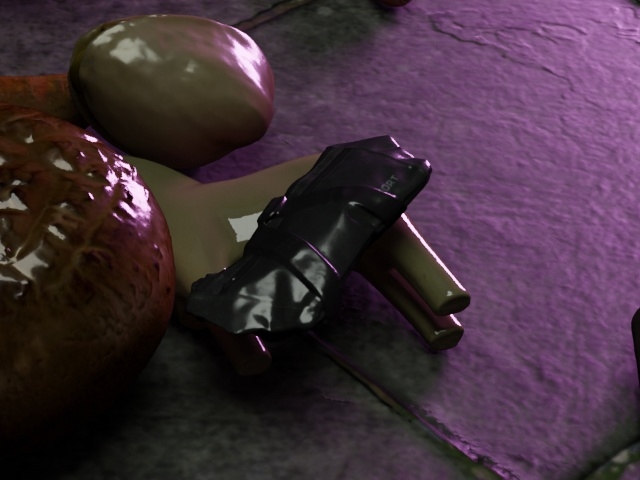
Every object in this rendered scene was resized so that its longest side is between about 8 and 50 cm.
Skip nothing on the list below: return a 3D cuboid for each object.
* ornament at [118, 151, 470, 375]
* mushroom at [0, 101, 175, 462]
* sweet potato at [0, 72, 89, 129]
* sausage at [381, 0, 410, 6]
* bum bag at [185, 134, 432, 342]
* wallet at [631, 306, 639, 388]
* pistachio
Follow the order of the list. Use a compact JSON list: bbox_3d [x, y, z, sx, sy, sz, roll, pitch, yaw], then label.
[{"bbox_3d":[-0.059,0.000,1.199,0.230,0.061,0.245,-17,47,-22],"label":"ornament"},{"bbox_3d":[-0.213,0.026,1.080,0.253,0.153,0.253,-6,48,7],"label":"mushroom"},{"bbox_3d":[-0.261,-0.077,1.267,0.314,0.072,0.066,-25,33,-28],"label":"sweet potato"},{"bbox_3d":[0.033,-0.243,1.530,0.036,0.042,0.158,-40,43,6],"label":"sausage"},{"bbox_3d":[0.000,0.000,1.133,0.087,0.049,0.197,7,41,34],"label":"bum bag"},{"bbox_3d":[0.283,0.117,1.106,0.182,0.049,0.229,2,38,1],"label":"wallet"},{"bbox_3d":[-0.103,-0.105,1.281,0.149,0.113,0.113,19,30,-32],"label":"pistachio"}]
